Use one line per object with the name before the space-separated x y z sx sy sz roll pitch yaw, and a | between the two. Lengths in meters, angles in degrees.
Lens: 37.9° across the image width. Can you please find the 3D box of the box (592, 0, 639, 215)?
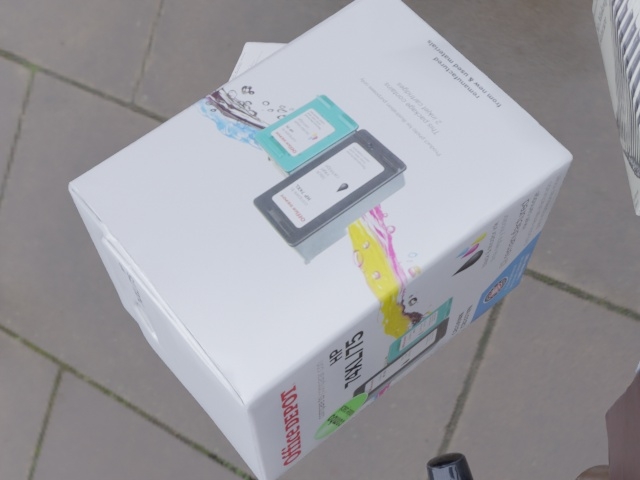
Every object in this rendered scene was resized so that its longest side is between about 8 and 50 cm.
box | 0.378 -0.175 1.037 0.094 0.113 0.275 -8 69 7

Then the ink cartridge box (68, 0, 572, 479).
ink cartridge box | 0.000 0.000 0.677 0.270 0.198 0.197 -36 67 -17

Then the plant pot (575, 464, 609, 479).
plant pot | 0.300 0.258 0.775 0.165 0.167 0.167 -7 89 55

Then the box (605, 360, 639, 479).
box | 0.196 0.142 0.313 0.167 0.168 0.203 2 69 8

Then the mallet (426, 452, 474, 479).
mallet | 0.050 0.249 0.824 0.189 0.039 0.062 -24 91 6

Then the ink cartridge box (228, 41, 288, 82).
ink cartridge box | 0.016 -0.148 1.139 0.273 0.198 0.115 26 92 62
